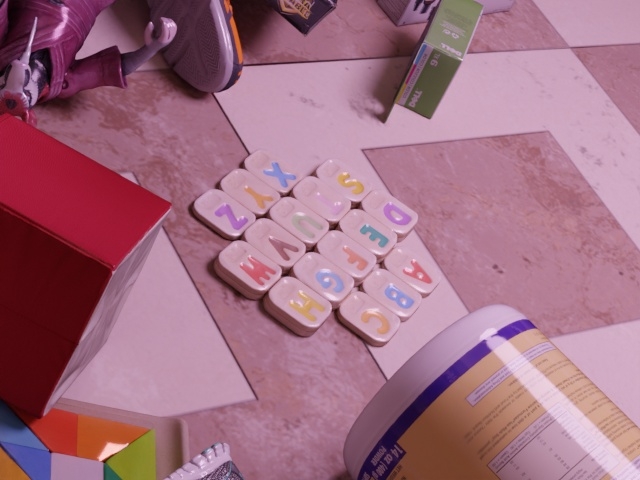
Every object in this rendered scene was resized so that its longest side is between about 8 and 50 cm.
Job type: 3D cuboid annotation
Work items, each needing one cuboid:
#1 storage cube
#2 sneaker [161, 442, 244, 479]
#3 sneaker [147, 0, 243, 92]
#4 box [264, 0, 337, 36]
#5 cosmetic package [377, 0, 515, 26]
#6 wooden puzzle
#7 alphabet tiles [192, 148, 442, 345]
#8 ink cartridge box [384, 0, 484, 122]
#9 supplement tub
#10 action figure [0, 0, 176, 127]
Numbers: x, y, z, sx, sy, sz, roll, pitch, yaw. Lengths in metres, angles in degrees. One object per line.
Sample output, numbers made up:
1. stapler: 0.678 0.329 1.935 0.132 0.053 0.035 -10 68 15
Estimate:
1. storage cube: -0.284 0.021 1.419 0.193 0.183 0.215 29 22 0
2. sneaker: -0.119 0.247 1.360 0.076 0.065 0.166 50 41 9
3. sneaker: -0.135 -0.327 1.940 0.180 0.124 0.321 -1 57 -43
4. box: -0.087 -0.443 1.978 0.295 0.073 0.293 39 29 -16
5. cosmetic package: 0.204 -0.379 2.202 0.239 0.099 0.060 -14 59 -38
6. wooden puzzle: -0.231 0.230 1.372 0.239 0.044 0.221 11 44 -19
7. alphabet tiles: 0.000 0.000 1.756 0.278 0.021 0.284 37 41 9
8. ink cartridge box: 0.155 -0.241 2.022 0.062 0.109 0.209 26 40 -2
9. supplement tub: 0.210 0.251 1.448 0.241 0.241 0.331 -25 63 -43
10. action figure: -0.326 -0.278 1.741 0.248 0.276 0.370 34 63 -29
